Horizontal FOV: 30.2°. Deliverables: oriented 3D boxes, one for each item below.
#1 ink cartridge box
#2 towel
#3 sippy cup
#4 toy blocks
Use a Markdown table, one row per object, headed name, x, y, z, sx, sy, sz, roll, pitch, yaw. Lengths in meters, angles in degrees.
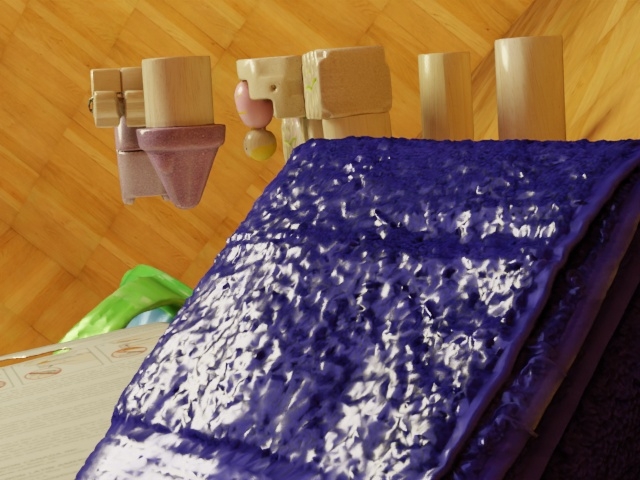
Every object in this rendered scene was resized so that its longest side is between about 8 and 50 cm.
| name | x | y | z | sx | sy | sz | roll | pitch | yaw |
| --- | --- | --- | --- | --- | --- | --- | --- | --- | --- |
| ink cartridge box | -0.207 | 0.159 | 0.871 | 0.308 | 0.091 | 0.385 | -12 | 10 | -20 |
| towel | -0.008 | 0.083 | 0.401 | 0.228 | 0.076 | 0.308 | 9 | 56 | 43 |
| sippy cup | -0.166 | 0.180 | 1.224 | 0.224 | 0.305 | 0.240 | -53 | 22 | -15 |
| toy blocks | 0.000 | 0.000 | 0.836 | 0.288 | 0.309 | 0.260 | -137 | 43 | -80 |
